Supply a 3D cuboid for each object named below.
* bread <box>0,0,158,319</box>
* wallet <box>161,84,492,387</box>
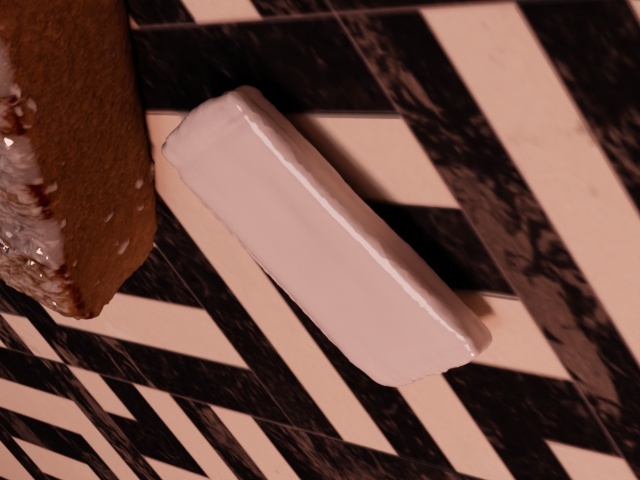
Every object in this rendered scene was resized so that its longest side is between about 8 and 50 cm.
[{"bbox_3d":[-0.177,-0.112,0.825,0.165,0.113,0.416,36,157,19],"label":"bread"},{"bbox_3d":[0.000,0.000,0.839,0.183,0.032,0.124,47,157,-5],"label":"wallet"}]
